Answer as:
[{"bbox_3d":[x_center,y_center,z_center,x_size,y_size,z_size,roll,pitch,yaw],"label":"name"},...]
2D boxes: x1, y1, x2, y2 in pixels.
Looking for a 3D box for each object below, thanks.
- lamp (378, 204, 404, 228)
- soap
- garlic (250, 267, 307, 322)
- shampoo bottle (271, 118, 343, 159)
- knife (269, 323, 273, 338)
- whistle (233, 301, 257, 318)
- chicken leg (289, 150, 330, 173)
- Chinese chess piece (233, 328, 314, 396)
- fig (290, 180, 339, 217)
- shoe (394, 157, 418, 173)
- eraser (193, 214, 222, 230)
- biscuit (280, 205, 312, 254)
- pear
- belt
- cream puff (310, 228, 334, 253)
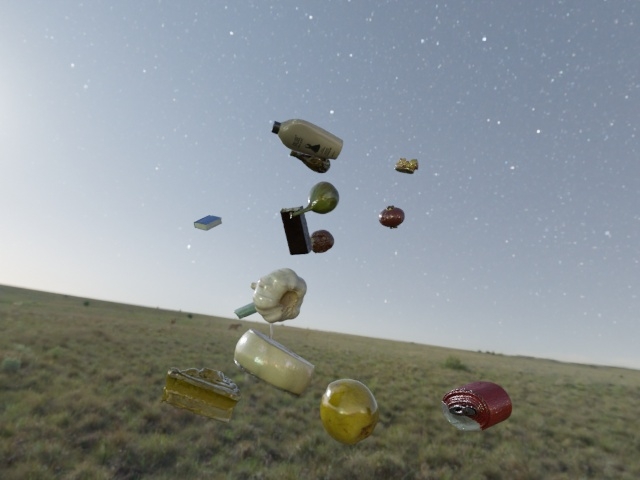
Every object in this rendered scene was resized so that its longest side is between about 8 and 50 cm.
[{"bbox_3d":[0.273,-0.089,1.553,0.101,0.090,0.101,-12,7,1],"label":"lamp"},{"bbox_3d":[-0.554,0.644,1.800,0.338,0.169,0.304,31,-14,-23],"label":"soap"},{"bbox_3d":[-0.169,0.180,1.430,0.199,0.199,0.226,20,-3,-41],"label":"garlic"},{"bbox_3d":[-0.050,-0.362,1.437,0.256,0.078,0.127,17,-40,-14],"label":"shampoo bottle"},{"bbox_3d":[-0.235,0.361,1.950,0.022,0.256,0.046,10,-37,-19],"label":"knife"},{"bbox_3d":[-0.316,0.334,2.084,0.312,0.062,0.062,-26,-28,24],"label":"whistle"},{"bbox_3d":[-0.037,-0.321,1.602,0.178,0.070,0.093,20,-34,-21],"label":"chicken leg"},{"bbox_3d":[-0.150,0.396,1.320,0.270,0.112,0.270,29,-12,7],"label":"Chinese chess piece"},{"bbox_3d":[-0.027,-0.177,1.828,0.151,0.152,0.259,-4,16,45],"label":"fig"},{"bbox_3d":[0.402,-0.354,1.899,0.072,0.069,0.109,26,-14,-35],"label":"shoe"},{"bbox_3d":[-0.409,-0.066,1.475,0.063,0.027,0.084,13,27,23],"label":"eraser"},{"bbox_3d":[-0.120,-0.051,1.995,0.106,0.252,0.070,-6,19,20],"label":"biscuit"},{"bbox_3d":[0.095,0.577,1.389,0.208,0.209,0.209,8,-13,2],"label":"pear"},{"bbox_3d":[0.470,0.512,1.250,0.124,0.128,0.201,-5,-20,-29],"label":"belt"},{"bbox_3d":[0.000,0.000,2.207,0.148,0.149,0.084,4,-36,21],"label":"cream puff"}]
